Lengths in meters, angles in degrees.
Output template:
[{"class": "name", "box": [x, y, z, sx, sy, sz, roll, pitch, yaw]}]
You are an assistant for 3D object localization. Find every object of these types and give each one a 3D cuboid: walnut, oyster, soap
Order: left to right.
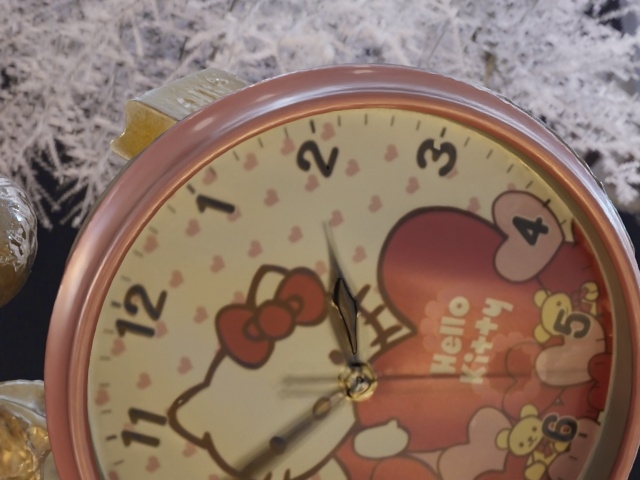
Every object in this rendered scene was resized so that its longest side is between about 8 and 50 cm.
[{"class": "walnut", "box": [-0.318, -0.003, 0.910, 0.140, 0.162, 0.140, 20, -136, -21]}, {"class": "oyster", "box": [-0.165, 0.201, 0.811, 0.197, 0.337, 0.133, 7, -126, 21]}, {"class": "soap", "box": [-0.139, -0.143, 1.355, 0.173, 0.089, 0.274, 29, -157, 5]}]

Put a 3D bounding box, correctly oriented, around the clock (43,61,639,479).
[{"class": "clock", "box": [0.017, 0.053, 0.406, 0.244, 0.245, 0.056, 14, -174, -13]}]
